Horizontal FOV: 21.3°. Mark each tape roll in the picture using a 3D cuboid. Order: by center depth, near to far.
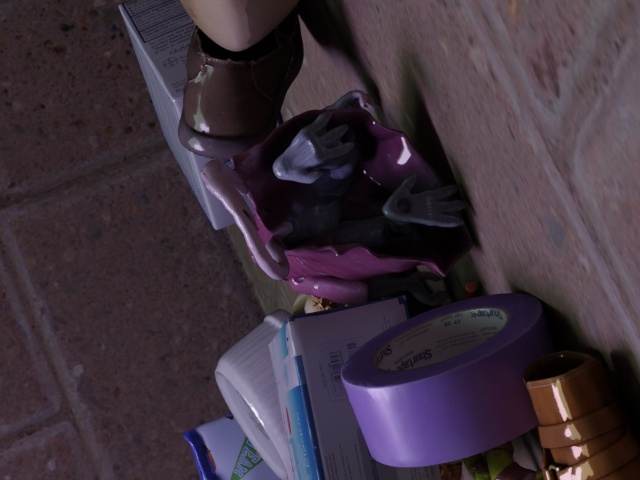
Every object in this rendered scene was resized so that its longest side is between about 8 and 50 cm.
[{"bbox_3d":[0.119,0.121,1.505,0.189,0.189,0.080,-144,33,-75],"label":"tape roll"}]

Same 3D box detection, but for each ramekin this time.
[{"bbox_3d":[-0.040,0.197,2.059,0.207,0.109,0.207,53,166,19],"label":"ramekin"}]

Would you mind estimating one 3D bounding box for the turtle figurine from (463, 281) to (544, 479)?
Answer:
[{"bbox_3d":[0.148,0.179,1.763,0.217,0.087,0.269,53,146,21],"label":"turtle figurine"}]

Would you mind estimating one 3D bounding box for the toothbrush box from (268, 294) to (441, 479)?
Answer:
[{"bbox_3d":[0.031,0.187,1.793,0.295,0.126,0.216,123,137,-81],"label":"toothbrush box"}]

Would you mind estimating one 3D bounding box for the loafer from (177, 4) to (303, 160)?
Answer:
[{"bbox_3d":[-0.079,-0.230,1.894,0.366,0.134,0.130,-90,7,-55],"label":"loafer"}]

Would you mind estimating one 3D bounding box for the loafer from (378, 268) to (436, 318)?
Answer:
[{"bbox_3d":[0.104,0.104,1.939,0.223,0.078,0.076,-123,13,-47],"label":"loafer"}]

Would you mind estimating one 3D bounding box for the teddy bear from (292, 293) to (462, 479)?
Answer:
[{"bbox_3d":[0.077,0.184,2.087,0.338,0.113,0.245,54,169,11],"label":"teddy bear"}]

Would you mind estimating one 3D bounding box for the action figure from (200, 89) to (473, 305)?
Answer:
[{"bbox_3d":[0.000,0.000,1.747,0.248,0.276,0.370,61,158,0],"label":"action figure"}]

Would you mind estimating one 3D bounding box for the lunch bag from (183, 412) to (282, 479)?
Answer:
[{"bbox_3d":[0.009,0.349,2.373,0.385,0.328,0.239,90,157,-66],"label":"lunch bag"}]

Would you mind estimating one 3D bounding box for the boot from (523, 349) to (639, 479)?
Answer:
[{"bbox_3d":[0.240,0.199,1.316,0.283,0.109,0.220,-121,13,-84],"label":"boot"}]

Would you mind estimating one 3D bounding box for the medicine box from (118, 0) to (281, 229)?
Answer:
[{"bbox_3d":[-0.170,-0.215,2.591,0.289,0.149,0.263,-121,11,-46],"label":"medicine box"}]

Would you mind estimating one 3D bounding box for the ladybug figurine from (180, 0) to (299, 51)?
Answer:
[{"bbox_3d":[-0.119,-0.414,1.678,0.305,0.162,0.449,-141,28,-74],"label":"ladybug figurine"}]
